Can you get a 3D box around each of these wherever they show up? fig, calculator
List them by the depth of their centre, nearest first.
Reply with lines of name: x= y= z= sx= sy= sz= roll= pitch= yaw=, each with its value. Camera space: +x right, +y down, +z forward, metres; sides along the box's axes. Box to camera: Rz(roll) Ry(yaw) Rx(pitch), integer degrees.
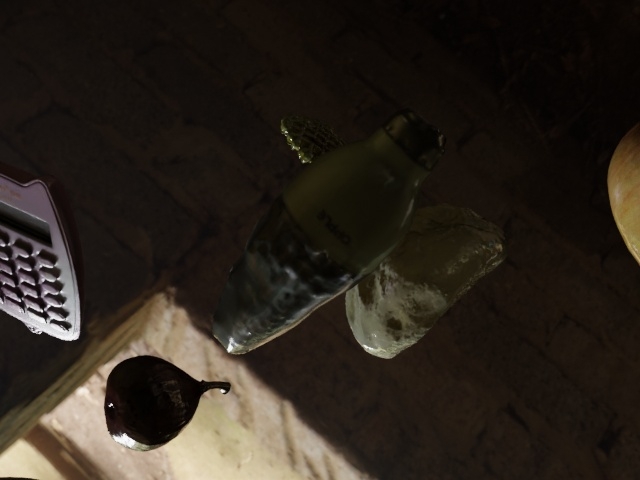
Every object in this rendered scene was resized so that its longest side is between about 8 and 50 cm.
calculator: x=-0.381 y=0.011 z=0.996 sx=0.194 sy=0.043 sz=0.294 roll=21 pitch=131 yaw=16
fig: x=-0.349 y=0.362 z=1.827 sx=0.217 sy=0.321 sz=0.216 roll=8 pitch=102 yaw=43

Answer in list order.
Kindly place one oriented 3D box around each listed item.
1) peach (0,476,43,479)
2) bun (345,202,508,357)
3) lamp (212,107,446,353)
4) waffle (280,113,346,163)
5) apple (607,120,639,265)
peach: x=-0.183 y=0.239 z=0.421 sx=0.231 sy=0.231 sz=0.231 roll=23 pitch=135 yaw=25
bun: x=0.120 y=0.034 z=0.947 sx=0.133 sy=0.231 sz=0.231 roll=49 pitch=141 yaw=10
lamp: x=0.000 y=0.000 z=0.604 sx=0.101 sy=0.101 sz=0.250 roll=44 pitch=105 yaw=3
waffle: x=0.003 y=-0.187 z=1.554 sx=0.036 sy=0.184 sz=0.169 roll=-49 pitch=65 yaw=30
apple: x=0.706 y=-0.083 z=1.366 sx=0.347 sy=0.391 sz=0.391 roll=-35 pitch=97 yaw=31
